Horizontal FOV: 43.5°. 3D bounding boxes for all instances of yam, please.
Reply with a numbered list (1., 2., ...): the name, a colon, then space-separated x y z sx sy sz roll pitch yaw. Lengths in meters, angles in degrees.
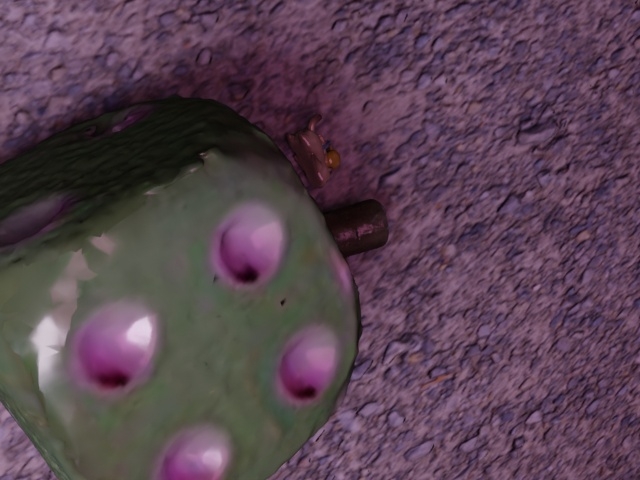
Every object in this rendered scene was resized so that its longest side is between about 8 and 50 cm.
1. yam: 0.000 0.000 1.016 0.169 0.068 0.068 -16 109 -14

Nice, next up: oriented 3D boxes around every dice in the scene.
1. dice: -0.173 0.060 0.798 0.330 0.318 0.322 -39 122 -24

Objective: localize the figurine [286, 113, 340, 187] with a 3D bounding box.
1. figurine: -0.002 -0.111 1.001 0.051 0.047 0.083 -35 118 -21
